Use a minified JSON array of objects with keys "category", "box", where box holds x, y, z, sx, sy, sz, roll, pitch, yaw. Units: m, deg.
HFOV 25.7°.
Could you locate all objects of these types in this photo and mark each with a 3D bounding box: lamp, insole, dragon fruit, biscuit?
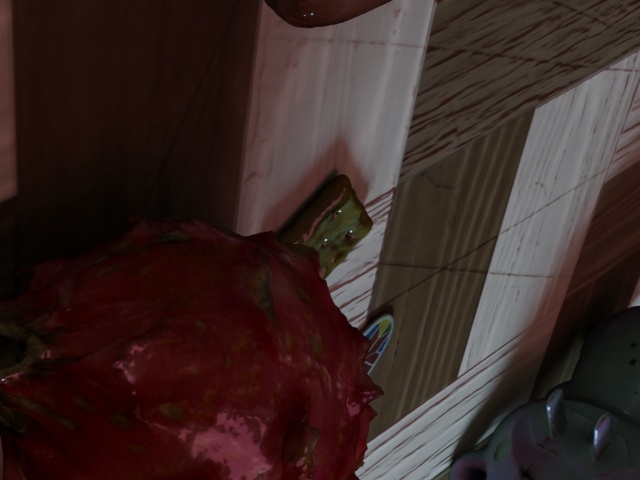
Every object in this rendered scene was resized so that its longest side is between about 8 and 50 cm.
[{"category":"lamp","box":[0.303,0.205,1.473,0.301,0.247,0.247,-47,149,-25]},{"category":"insole","box":[0.002,0.139,1.169,0.193,0.006,0.065,-53,152,3]},{"category":"dragon fruit","box":[-0.085,0.082,0.780,0.268,0.210,0.205,20,84,-42]},{"category":"biscuit","box":[0.000,0.000,0.988,0.083,0.018,0.081,-46,153,-8]}]

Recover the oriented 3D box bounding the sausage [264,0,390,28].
[{"category":"sausage","box":[0.042,-0.176,0.784,0.194,0.077,0.077,-32,147,-31]}]
